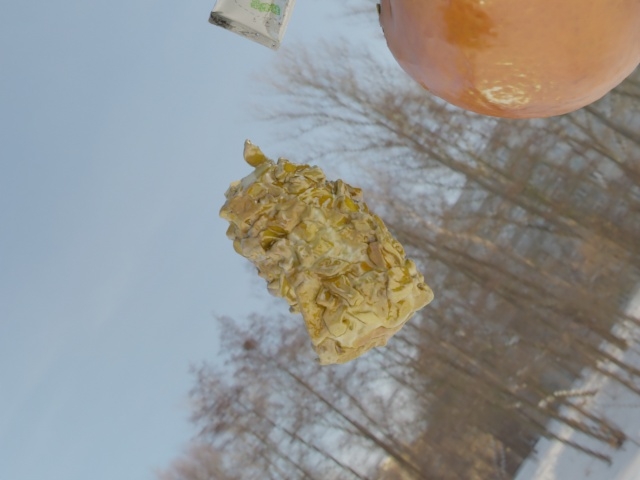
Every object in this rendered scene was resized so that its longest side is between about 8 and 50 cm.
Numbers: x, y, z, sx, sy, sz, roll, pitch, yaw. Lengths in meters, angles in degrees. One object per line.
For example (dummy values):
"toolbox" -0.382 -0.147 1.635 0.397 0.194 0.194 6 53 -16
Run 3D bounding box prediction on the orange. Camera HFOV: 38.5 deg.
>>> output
"orange" 0.209 -0.348 1.031 0.424 0.326 0.424 -8 -90 -77

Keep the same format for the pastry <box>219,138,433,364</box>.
"pastry" 0.000 0.000 0.920 0.154 0.250 0.102 -30 -32 -10

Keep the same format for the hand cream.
"hand cream" -0.065 -0.429 1.350 0.336 0.121 0.076 120 169 -45
